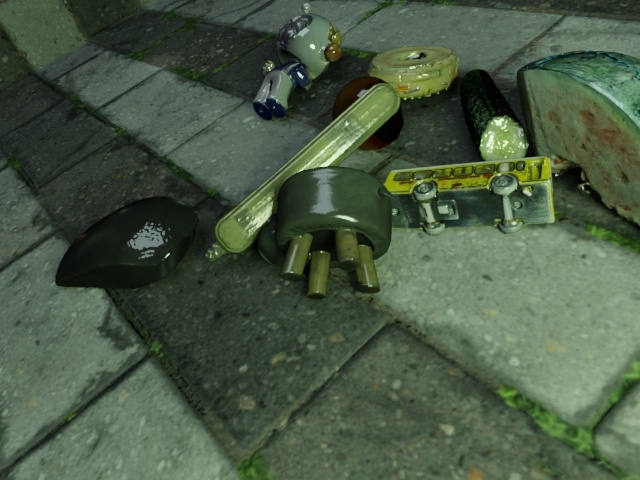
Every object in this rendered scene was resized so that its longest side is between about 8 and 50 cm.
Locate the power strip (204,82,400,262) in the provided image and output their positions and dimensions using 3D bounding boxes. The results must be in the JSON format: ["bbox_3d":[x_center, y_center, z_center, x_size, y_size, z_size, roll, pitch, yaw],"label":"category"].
[{"bbox_3d":[-0.035,-0.102,0.861,0.387,0.066,0.092,-43,4,-3],"label":"power strip"}]

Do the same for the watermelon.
[{"bbox_3d":[0.379,-0.164,0.687,0.175,0.188,0.322,-31,41,-6],"label":"watermelon"}]

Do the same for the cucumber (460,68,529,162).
[{"bbox_3d":[0.265,-0.208,0.886,0.074,0.075,0.242,-15,39,12],"label":"cucumber"}]

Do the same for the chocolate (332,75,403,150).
[{"bbox_3d":[0.076,-0.226,0.992,0.133,0.128,0.124,3,14,45],"label":"chocolate"}]

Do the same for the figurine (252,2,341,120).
[{"bbox_3d":[-0.065,-0.386,1.216,0.274,0.133,0.193,-49,32,-8],"label":"figurine"}]

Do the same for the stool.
[{"bbox_3d":[0.008,0.003,0.746,0.153,0.228,0.140,12,62,-19],"label":"stool"}]

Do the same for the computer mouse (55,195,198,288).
[{"bbox_3d":[-0.346,-0.003,0.953,0.295,0.087,0.168,-7,46,24],"label":"computer mouse"}]

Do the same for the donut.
[{"bbox_3d":[0.174,-0.315,1.038,0.174,0.068,0.175,-7,31,4],"label":"donut"}]

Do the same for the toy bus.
[{"bbox_3d":[0.197,-0.057,0.752,0.226,0.081,0.074,-4,39,28],"label":"toy bus"}]
